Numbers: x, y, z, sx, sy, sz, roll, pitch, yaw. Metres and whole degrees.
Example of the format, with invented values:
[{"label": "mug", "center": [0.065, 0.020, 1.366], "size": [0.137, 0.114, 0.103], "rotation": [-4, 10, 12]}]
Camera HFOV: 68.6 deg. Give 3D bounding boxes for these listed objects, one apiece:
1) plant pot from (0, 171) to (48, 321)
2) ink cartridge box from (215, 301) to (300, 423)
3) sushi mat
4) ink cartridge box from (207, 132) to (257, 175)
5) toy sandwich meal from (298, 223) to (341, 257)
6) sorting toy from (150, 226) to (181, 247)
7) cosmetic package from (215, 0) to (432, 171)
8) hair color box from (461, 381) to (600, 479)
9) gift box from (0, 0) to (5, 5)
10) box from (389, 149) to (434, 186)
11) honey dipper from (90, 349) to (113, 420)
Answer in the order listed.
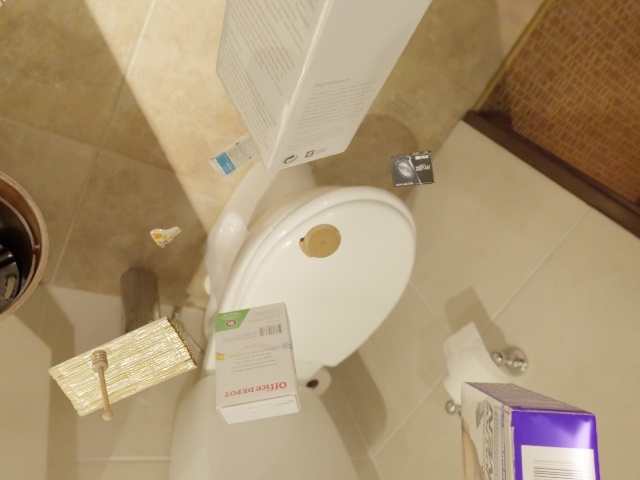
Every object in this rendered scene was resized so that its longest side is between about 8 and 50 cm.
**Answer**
[{"label": "plant pot", "center": [-0.364, 0.026, 0.458], "size": [0.167, 0.166, 0.165], "rotation": [10, 159, -29]}, {"label": "ink cartridge box", "center": [-0.131, 0.249, 0.964], "size": [0.155, 0.212, 0.093], "rotation": [-10, 137, -3]}, {"label": "sushi mat", "center": [-0.458, 0.297, 1.097], "size": [0.317, 0.019, 0.151], "rotation": [-24, 108, 4]}, {"label": "ink cartridge box", "center": [-0.236, -0.267, 1.391], "size": [0.180, 0.104, 0.060], "rotation": [-39, 111, -15]}, {"label": "toy sandwich meal", "center": [0.000, 0.000, 0.938], "size": [0.086, 0.029, 0.085], "rotation": [-7, 119, -13]}, {"label": "sorting toy", "center": [-0.446, -0.017, 1.376], "size": [0.075, 0.044, 0.083], "rotation": [-29, 174, -8]}, {"label": "cosmetic package", "center": [-0.004, -0.321, 0.635], "size": [0.162, 0.229, 0.453], "rotation": [-20, 163, -26]}, {"label": "hair color box", "center": [0.290, 0.321, 0.699], "size": [0.110, 0.185, 0.339], "rotation": [1, 168, 9]}, {"label": "gift box", "center": [-0.476, -0.518, 0.659], "size": [0.255, 0.277, 0.258], "rotation": [50, 60, -28]}, {"label": "box", "center": [0.186, -0.145, 0.953], "size": [0.084, 0.018, 0.067], "rotation": [-3, 122, 18]}, {"label": "honey dipper", "center": [-0.411, 0.272, 0.887], "size": [0.031, 0.160, 0.030], "rotation": [-17, 129, -22]}]
